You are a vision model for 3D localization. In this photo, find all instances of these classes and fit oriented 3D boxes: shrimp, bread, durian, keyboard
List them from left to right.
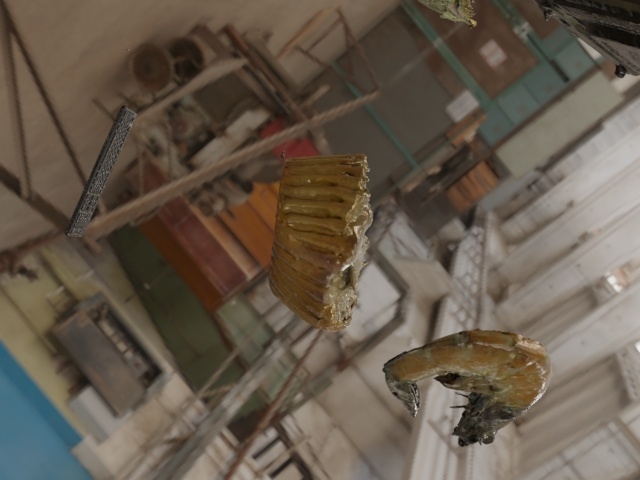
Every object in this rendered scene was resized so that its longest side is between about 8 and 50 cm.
[{"bbox_3d":[-0.410,-0.184,1.826,0.103,0.041,0.381,4,104,-87],"label":"keyboard"},{"bbox_3d":[0.000,0.000,1.382,0.274,0.149,0.274,7,90,-88],"label":"bread"},{"bbox_3d":[0.200,-0.415,1.488,0.102,0.208,0.146,-49,-148,-2],"label":"durian"},{"bbox_3d":[0.237,0.265,1.589,0.445,0.272,0.085,88,3,-59],"label":"shrimp"}]

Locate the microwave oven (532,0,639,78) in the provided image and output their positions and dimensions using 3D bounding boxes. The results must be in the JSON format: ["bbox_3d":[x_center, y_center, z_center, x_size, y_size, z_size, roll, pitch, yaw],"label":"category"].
[{"bbox_3d":[0.432,-0.281,1.054,0.218,0.286,0.355,-60,-151,10],"label":"microwave oven"}]
